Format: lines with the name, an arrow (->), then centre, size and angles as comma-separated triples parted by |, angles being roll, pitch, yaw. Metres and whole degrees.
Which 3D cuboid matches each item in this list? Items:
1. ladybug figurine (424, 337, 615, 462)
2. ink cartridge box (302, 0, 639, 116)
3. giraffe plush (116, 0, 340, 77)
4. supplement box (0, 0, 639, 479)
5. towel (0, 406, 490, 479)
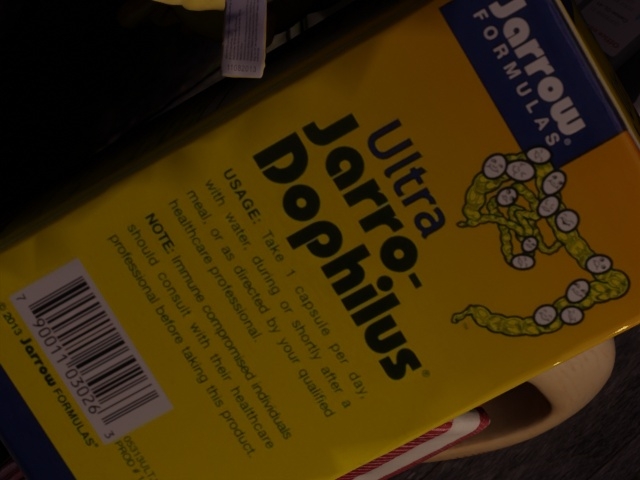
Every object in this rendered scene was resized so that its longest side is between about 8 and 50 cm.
ladybug figurine -> 0.065, 0.060, 1.304 | 0.305, 0.161, 0.449 | -11, 161, 10
ink cartridge box -> 0.174, -0.150, 1.126 | 0.306, 0.226, 0.131 | -39, 156, -16
giraffe plush -> -0.028, -0.164, 0.870 | 0.170, 0.181, 0.210 | 138, -28, -79
supplement box -> 0.000, 0.000, 0.914 | 0.357, 0.195, 0.194 | -29, -169, 13
towel -> -0.073, 0.157, 1.228 | 0.329, 0.037, 0.237 | 4, 156, -35
